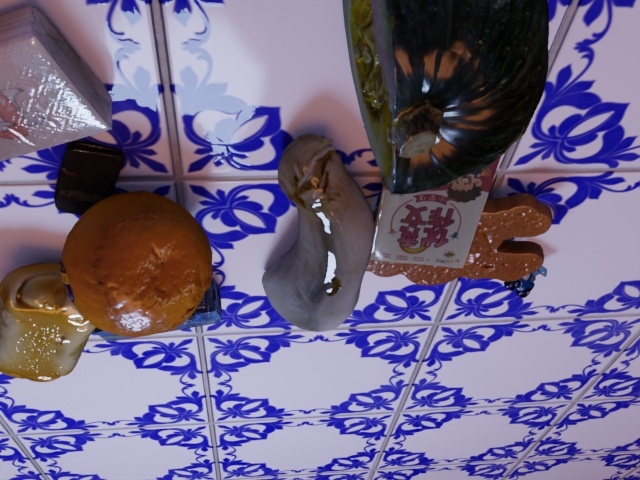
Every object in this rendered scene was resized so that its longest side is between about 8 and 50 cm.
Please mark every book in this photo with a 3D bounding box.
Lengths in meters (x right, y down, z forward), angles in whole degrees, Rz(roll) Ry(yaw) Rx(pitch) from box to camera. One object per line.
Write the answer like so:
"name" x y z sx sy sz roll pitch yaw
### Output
"book" 0.170 -0.050 1.119 0.162 0.022 0.231 7 131 -3

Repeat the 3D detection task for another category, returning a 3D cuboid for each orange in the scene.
"orange" -0.271 0.035 1.068 0.220 0.219 0.193 6 -176 -17

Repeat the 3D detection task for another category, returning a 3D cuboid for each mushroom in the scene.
"mushroom" 0.000 -0.001 1.127 0.178 0.126 0.397 23 142 6

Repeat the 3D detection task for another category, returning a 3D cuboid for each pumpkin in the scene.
"pumpkin" 0.138 -0.204 0.745 0.197 0.263 0.293 -11 148 0

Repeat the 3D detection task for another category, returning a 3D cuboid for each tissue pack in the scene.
"tissue pack" -0.439 -0.162 0.874 0.326 0.071 0.170 -14 147 11

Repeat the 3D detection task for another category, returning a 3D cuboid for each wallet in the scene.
"wallet" -0.339 -0.086 1.047 0.082 0.018 0.156 10 143 -24

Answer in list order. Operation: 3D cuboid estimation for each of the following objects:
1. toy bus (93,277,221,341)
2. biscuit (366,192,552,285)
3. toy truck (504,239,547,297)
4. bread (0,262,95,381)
"toy bus" -0.295 0.126 1.317 0.237 0.079 0.094 -10 161 5
"biscuit" 0.216 0.001 1.219 0.334 0.047 0.202 -5 138 7
"toy truck" 0.353 0.048 1.319 0.136 0.063 0.074 27 114 -37
"bread" -0.491 0.143 1.262 0.173 0.121 0.311 17 139 -24
